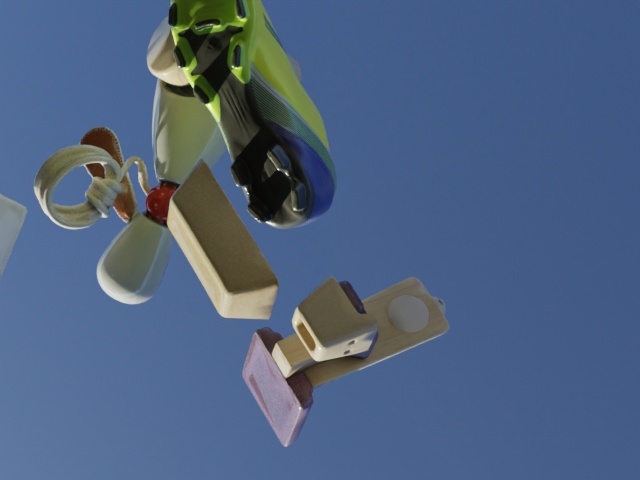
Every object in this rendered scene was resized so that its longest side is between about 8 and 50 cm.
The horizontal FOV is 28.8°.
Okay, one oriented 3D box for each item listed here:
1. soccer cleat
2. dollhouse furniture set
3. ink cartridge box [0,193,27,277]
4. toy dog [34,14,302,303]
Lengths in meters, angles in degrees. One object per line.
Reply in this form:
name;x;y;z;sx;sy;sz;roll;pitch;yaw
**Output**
soccer cleat;-0.062;-0.151;1.189;0.093;0.121;0.289;-15;-81;27
dollhouse furniture set;0.000;0.000;0.483;0.081;0.091;0.114;-23;-114;-24
ink cartridge box;-0.495;0.087;1.176;0.166;0.285;0.394;-6;-120;51
toy dog;-0.175;-0.111;1.395;0.333;0.220;0.161;-47;-146;-10
